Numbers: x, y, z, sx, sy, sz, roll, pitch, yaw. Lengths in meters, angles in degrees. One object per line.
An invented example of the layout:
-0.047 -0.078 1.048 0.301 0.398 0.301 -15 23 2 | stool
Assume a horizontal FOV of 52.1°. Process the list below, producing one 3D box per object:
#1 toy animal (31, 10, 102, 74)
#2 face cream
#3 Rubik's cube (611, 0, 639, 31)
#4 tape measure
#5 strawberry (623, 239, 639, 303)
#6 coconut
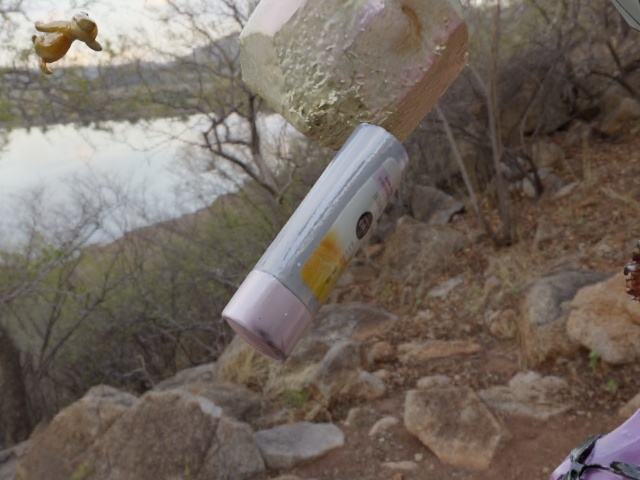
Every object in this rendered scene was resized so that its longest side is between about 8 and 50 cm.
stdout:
-0.316 -0.252 0.828 0.083 0.081 0.060 -2 -21 4 | toy animal
0.000 0.000 0.711 0.073 0.107 0.269 21 67 35 | face cream
0.418 -0.370 0.745 0.205 0.207 0.205 -38 14 22 | Rubik's cube
0.473 0.407 1.023 0.231 0.245 0.149 -29 24 -10 | tape measure
0.500 -0.014 0.729 0.306 0.234 0.138 -6 34 42 | strawberry
0.062 -0.293 0.929 0.297 0.310 0.297 34 17 -12 | coconut
